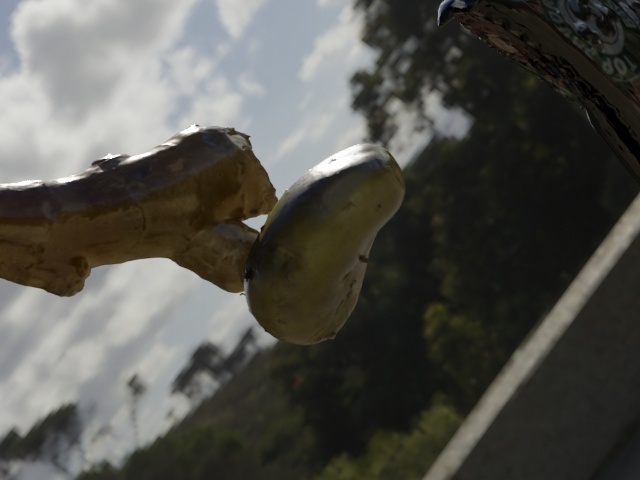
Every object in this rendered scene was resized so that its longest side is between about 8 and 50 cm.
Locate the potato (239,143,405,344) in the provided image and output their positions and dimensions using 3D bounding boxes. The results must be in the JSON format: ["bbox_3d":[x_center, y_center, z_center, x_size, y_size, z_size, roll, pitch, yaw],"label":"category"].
[{"bbox_3d":[0.000,0.000,0.985,0.138,0.070,0.091,-64,-13,23],"label":"potato"}]

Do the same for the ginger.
[{"bbox_3d":[-0.170,-0.017,1.045,0.065,0.298,0.118,120,144,-62],"label":"ginger"}]

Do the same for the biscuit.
[{"bbox_3d":[0.143,-0.133,0.887,0.063,0.151,0.235,-53,13,39],"label":"biscuit"}]
